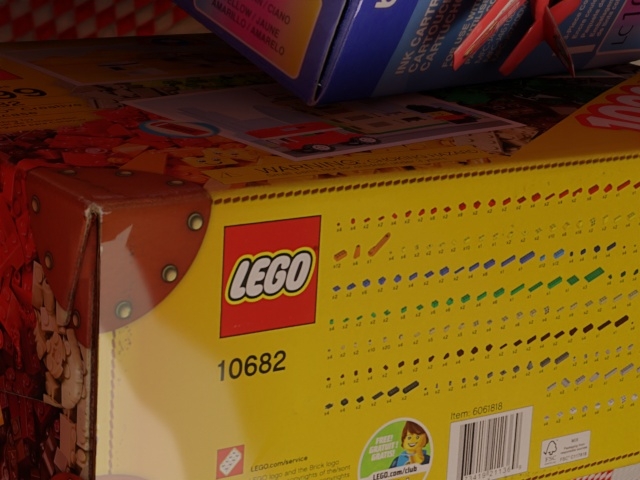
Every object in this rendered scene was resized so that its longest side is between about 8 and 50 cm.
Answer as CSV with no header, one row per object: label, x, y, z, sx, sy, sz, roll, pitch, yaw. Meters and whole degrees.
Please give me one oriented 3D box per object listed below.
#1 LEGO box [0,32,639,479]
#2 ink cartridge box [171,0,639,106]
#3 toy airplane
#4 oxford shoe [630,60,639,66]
LEGO box,0.000,0.000,1.038,0.500,0.372,0.193,-7,109,-34
ink cartridge box,0.015,-0.213,1.024,0.395,0.270,0.151,-10,131,-49
toy airplane,0.121,-0.137,0.949,0.151,0.028,0.151,-35,148,-26
oxford shoe,0.216,-0.094,1.633,0.130,0.169,0.449,9,142,-8
